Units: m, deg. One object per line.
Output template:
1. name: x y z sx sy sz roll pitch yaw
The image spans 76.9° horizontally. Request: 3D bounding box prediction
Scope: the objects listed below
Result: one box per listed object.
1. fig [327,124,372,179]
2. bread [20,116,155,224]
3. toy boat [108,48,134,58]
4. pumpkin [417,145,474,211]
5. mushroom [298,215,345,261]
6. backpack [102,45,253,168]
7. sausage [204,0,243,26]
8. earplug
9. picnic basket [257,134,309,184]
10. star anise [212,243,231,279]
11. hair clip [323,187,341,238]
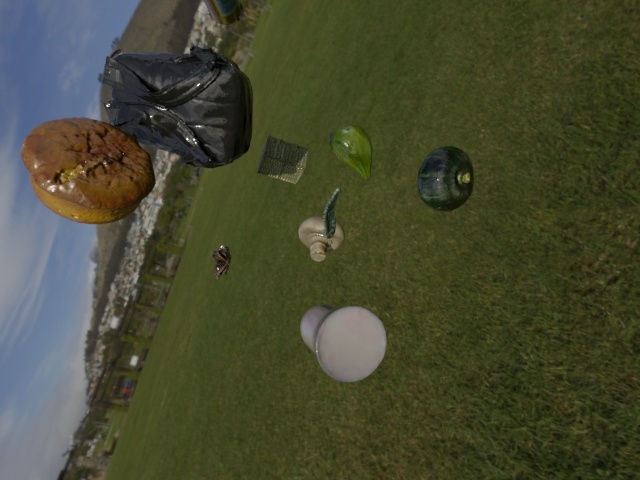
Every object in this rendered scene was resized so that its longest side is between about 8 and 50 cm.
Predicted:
1. fig: 0.142 -0.382 1.660 0.167 0.234 0.167 -47 -15 -16
2. bread: -0.608 -0.182 1.069 0.172 0.313 0.311 -47 29 40
3. toy boat: -0.673 -0.626 1.386 0.034 0.122 0.096 64 -140 -58
4. pumpkin: 0.319 -0.153 1.023 0.125 0.167 0.167 28 99 34
5. mushroom: 0.012 -0.006 1.774 0.206 0.207 0.208 -44 56 52
6. backpack: -0.442 -0.415 1.256 0.254 0.447 0.362 -78 -4 -65
7. sausage: -0.361 -0.866 1.334 0.317 0.125 0.117 63 -135 -82
8. earplug: 0.024 0.237 1.042 0.301 0.173 0.172 174 115 -71
9. picnic basket: -0.166 -0.371 1.818 0.134 0.197 0.154 125 155 -53
10. star anise: -0.352 0.070 1.465 0.129 0.056 0.124 -56 -33 -69
11. hair clip: 0.039 -0.094 1.376 0.066 0.036 0.229 -37 -29 -34
